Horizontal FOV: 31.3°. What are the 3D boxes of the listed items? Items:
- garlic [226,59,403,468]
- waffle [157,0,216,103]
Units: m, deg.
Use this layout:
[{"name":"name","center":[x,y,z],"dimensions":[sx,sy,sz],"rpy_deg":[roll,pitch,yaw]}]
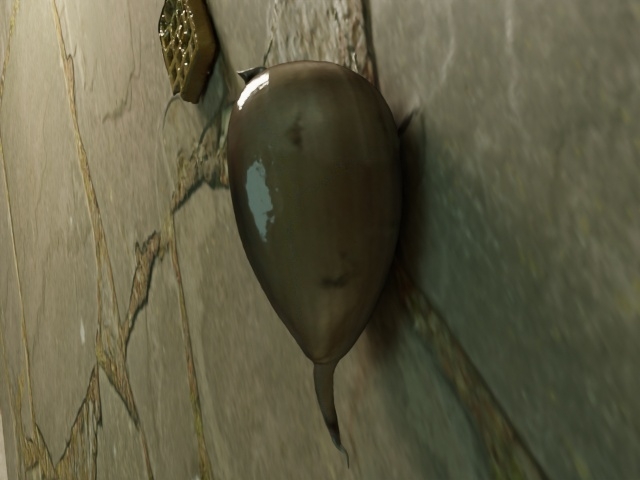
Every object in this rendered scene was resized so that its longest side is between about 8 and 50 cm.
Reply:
[{"name":"garlic","center":[-0.001,0.004,0.710],"dimensions":[0.128,0.148,0.267],"rpy_deg":[-8,74,29]},{"name":"waffle","center":[-0.128,-0.193,1.091],"dimensions":[0.092,0.021,0.135],"rpy_deg":[118,146,-43]}]
